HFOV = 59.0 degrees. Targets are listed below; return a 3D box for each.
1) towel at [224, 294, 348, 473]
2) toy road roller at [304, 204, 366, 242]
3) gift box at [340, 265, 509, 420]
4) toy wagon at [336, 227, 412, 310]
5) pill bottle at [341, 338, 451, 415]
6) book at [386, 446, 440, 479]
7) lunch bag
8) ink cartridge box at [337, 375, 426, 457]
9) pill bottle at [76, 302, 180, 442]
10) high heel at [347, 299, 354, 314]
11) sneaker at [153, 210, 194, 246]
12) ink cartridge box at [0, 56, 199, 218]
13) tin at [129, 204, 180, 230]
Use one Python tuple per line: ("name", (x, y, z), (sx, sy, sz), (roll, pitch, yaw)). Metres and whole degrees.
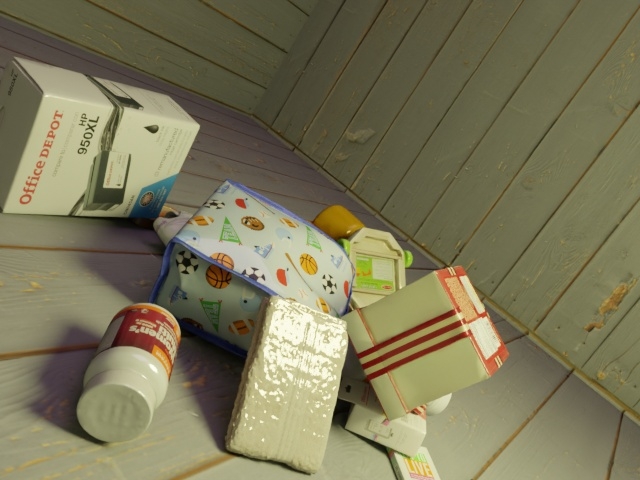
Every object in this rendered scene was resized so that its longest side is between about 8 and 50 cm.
("towel", (-0.054, 0.250, 1.006), (0.187, 0.282, 0.049), (26, -25, -25))
("toy road roller", (0.000, 0.000, 1.854), (0.202, 0.240, 0.330), (43, 17, 31))
("gift box", (0.219, 0.217, 1.181), (0.276, 0.258, 0.255), (10, 54, -61))
("toy wagon", (0.161, 0.137, 1.697), (0.267, 0.344, 0.068), (10, -18, -33))
("pill bottle", (0.190, 0.325, 1.382), (0.272, 0.152, 0.152), (32, 14, -24))
("book", (0.196, 0.482, 1.164), (0.096, 0.035, 0.144), (22, 19, -20))
("lunch bag", (-0.121, 0.089, 1.232), (0.386, 0.238, 0.327), (25, 33, -3))
("ink cartridge box", (0.124, 0.377, 1.224), (0.198, 0.067, 0.115), (22, 13, 5))
("pill bottle", (-0.290, 0.196, 0.869), (0.121, 0.121, 0.221), (29, 15, -16))
("high heel", (-0.012, 0.117, 1.512), (0.186, 0.093, 0.261), (35, -3, 37))
("sneaker", (-0.323, -0.033, 1.505), (0.152, 0.114, 0.305), (44, 16, 8))
("ink cartridge box", (-0.518, -0.210, 1.287), (0.166, 0.285, 0.395), (42, 24, 28))
("tin", (-0.444, -0.064, 1.534), (0.190, 0.040, 0.106), (14, 29, -51))
